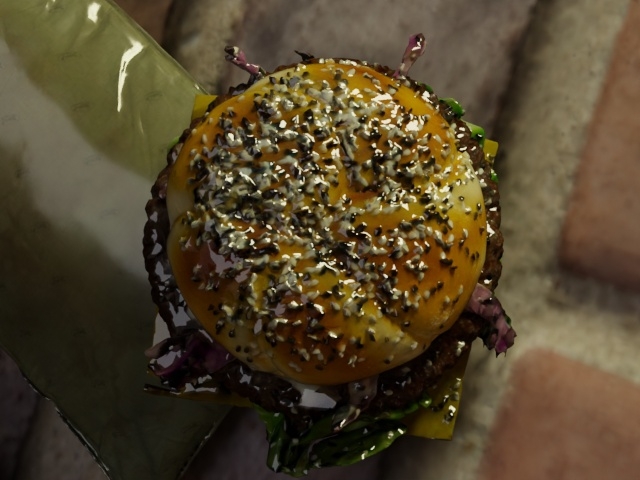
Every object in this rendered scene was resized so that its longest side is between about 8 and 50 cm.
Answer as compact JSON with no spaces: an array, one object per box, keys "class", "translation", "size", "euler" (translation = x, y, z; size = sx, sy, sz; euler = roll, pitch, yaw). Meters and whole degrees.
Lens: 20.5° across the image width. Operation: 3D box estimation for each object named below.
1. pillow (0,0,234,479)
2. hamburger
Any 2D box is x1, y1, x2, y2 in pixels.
[{"class":"pillow","translation":[-0.128,-0.024,0.867],"size":[0.302,0.075,0.185],"euler":[43,106,15]},{"class":"hamburger","translation":[0.002,0.004,0.750],"size":[0.164,0.093,0.190],"euler":[-3,78,0]}]
